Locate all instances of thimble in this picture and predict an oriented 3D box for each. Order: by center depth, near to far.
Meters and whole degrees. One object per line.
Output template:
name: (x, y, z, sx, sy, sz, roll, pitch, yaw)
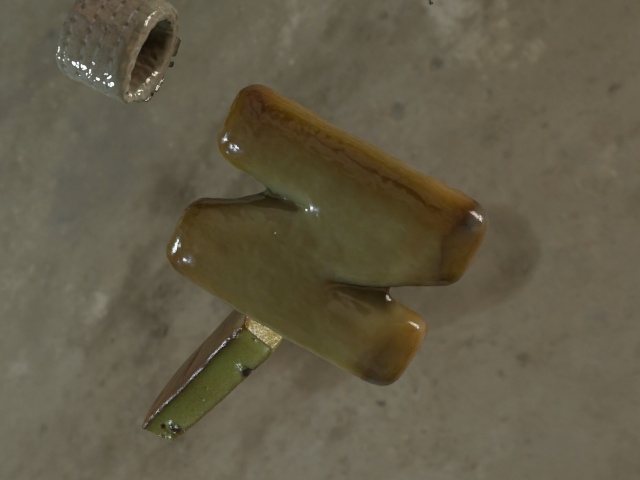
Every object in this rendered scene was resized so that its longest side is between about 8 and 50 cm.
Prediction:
thimble: (-0.207, -0.206, 1.158, 0.090, 0.102, 0.115, 23, 96, 11)

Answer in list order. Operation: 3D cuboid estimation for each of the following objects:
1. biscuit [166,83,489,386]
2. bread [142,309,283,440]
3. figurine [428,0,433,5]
biscuit: (0.000, 0.000, 1.140, 0.291, 0.062, 0.236, 31, 114, 4)
bread: (-0.158, 0.194, 1.775, 0.077, 0.138, 0.361, 38, 133, -6)
figurine: (0.171, -0.331, 1.200, 0.154, 0.132, 0.132, -10, 70, 8)
